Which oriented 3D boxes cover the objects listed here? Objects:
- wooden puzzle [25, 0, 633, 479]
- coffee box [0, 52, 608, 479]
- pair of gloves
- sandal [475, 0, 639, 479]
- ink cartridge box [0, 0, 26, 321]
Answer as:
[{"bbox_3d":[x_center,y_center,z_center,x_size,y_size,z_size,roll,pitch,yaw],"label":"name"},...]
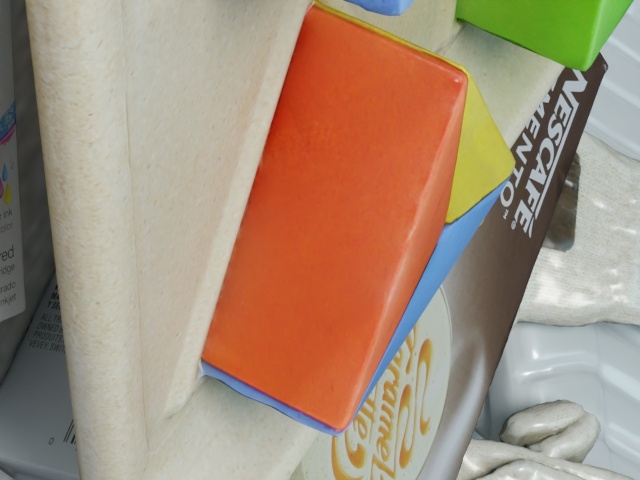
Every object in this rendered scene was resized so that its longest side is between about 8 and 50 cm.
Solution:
[{"bbox_3d":[0.043,-0.112,0.480,0.322,0.080,0.348,-54,157,-32],"label":"wooden puzzle"},{"bbox_3d":[0.000,0.000,0.677,0.141,0.098,0.246,48,58,-48],"label":"coffee box"},{"bbox_3d":[0.085,0.058,0.779,0.042,0.204,0.240,125,-17,-69],"label":"pair of gloves"},{"bbox_3d":[0.119,0.042,0.889,0.169,0.102,0.416,16,65,-29],"label":"sandal"},{"bbox_3d":[-0.127,-0.029,0.503,0.088,0.052,0.122,-28,122,-54],"label":"ink cartridge box"}]
